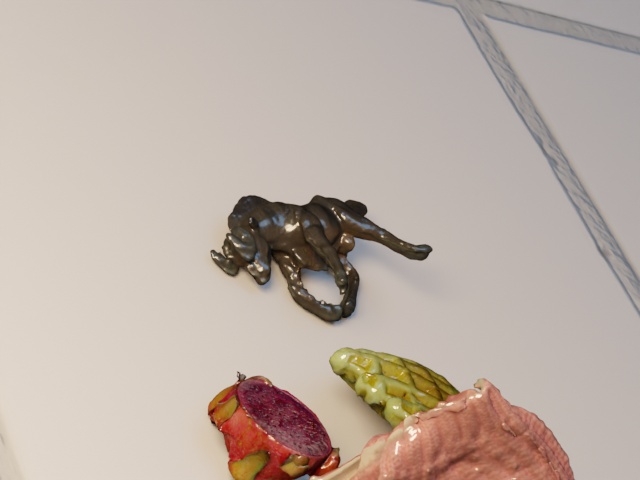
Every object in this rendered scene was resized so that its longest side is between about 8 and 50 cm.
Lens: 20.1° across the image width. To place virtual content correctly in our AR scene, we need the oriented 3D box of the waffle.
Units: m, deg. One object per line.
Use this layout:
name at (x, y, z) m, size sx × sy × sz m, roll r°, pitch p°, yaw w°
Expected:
waffle at (0.111, 0.170, 1.683) m, size 0.208 × 0.054 × 0.214 m, roll 45°, pitch 11°, yaw 22°

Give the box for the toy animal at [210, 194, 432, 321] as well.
toy animal at (0.000, 0.000, 1.792) m, size 0.148 × 0.084 × 0.232 m, roll 50°, pitch 37°, yaw 15°

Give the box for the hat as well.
hat at (0.123, 0.238, 1.533) m, size 0.286 × 0.236 × 0.107 m, roll 39°, pitch 29°, yaw -31°

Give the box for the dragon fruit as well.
dragon fruit at (-0.045, 0.173, 1.560) m, size 0.126 × 0.068 × 0.112 m, roll 44°, pitch 19°, yaw 28°
